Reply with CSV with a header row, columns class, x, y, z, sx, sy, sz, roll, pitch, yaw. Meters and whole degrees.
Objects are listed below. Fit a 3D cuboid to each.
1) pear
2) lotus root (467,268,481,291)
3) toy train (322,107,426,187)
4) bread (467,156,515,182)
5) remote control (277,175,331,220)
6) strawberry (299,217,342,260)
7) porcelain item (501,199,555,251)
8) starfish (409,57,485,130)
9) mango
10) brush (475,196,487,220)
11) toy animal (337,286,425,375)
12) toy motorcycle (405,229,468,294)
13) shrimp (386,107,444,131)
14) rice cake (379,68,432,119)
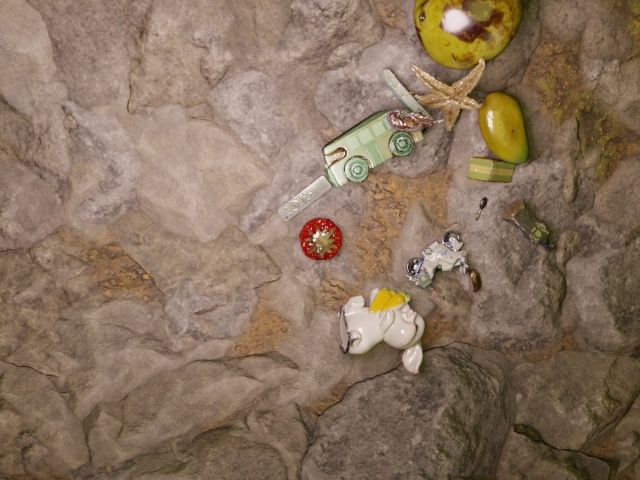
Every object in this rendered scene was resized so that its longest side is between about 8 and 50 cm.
class,x,y,z,sx,sy,sz,roll,pitch,yaw
pear,0.391,-0.604,1.272,0.283,0.283,0.284,-2,106,-7
lotus root,0.530,0.138,1.624,0.037,0.030,0.083,-16,108,-4
toy train,0.154,-0.282,1.411,0.326,0.129,0.159,-29,101,2
bread,0.554,-0.228,1.534,0.139,0.084,0.074,-5,108,-38
remote control,-0.051,-0.131,1.480,0.184,0.027,0.050,-36,105,9
strawberry,0.000,0.000,1.491,0.145,0.086,0.145,-2,105,-8
porcelain item,0.704,-0.042,1.575,0.215,0.069,0.081,38,94,-14
starfish,0.355,-0.423,1.352,0.231,0.295,0.048,21,71,2
mango,0.561,-0.339,1.457,0.137,0.091,0.238,-19,99,-2
brush,0.529,-0.104,1.567,0.024,0.008,0.083,18,102,-15
toy animal,0.215,0.296,1.558,0.309,0.183,0.247,3,110,-13
toy motorcycle,0.393,0.080,1.561,0.221,0.102,0.150,-37,86,1
shrimp,0.265,-0.335,1.321,0.165,0.056,0.065,-5,89,-8
rice cake,0.253,-0.426,1.412,0.034,0.043,0.211,-44,99,1
